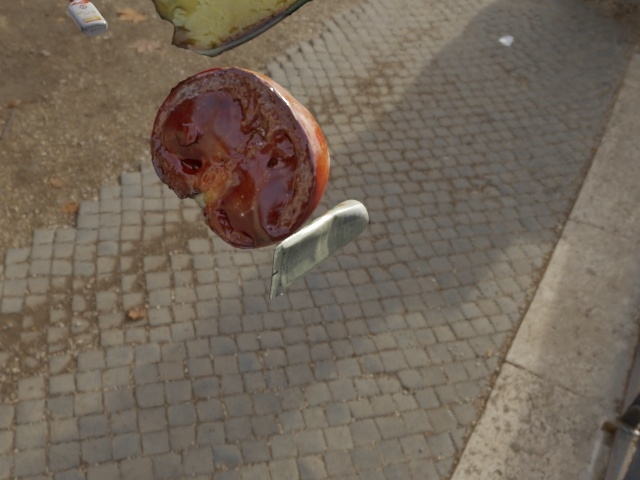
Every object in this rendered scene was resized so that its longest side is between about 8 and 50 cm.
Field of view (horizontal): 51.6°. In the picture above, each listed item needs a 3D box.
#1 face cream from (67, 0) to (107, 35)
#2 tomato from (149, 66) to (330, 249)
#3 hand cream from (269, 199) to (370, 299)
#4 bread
[{"bbox_3d":[-0.342,-0.328,0.957,0.040,0.021,0.083,-25,62,-29],"label":"face cream"},{"bbox_3d":[-0.089,-0.114,0.859,0.233,0.200,0.139,50,25,-1],"label":"tomato"},{"bbox_3d":[0.000,0.000,0.644,0.037,0.057,0.165,23,34,25],"label":"hand cream"},{"bbox_3d":[-0.129,-0.392,0.985,0.252,0.174,0.133,-28,21,5],"label":"bread"}]
